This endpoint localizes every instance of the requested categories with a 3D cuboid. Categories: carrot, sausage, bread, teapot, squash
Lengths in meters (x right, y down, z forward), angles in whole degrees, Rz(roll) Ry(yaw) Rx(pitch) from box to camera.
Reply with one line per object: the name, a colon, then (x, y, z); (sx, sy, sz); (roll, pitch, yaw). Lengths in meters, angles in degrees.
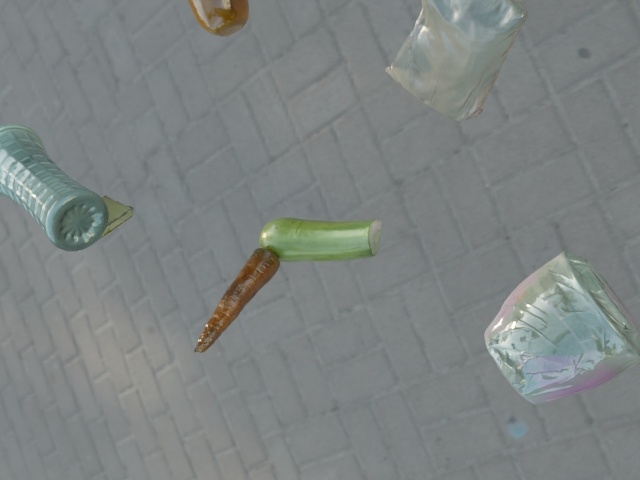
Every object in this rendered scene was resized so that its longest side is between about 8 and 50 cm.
carrot: (-0.149, 0.111, 1.595); (0.057, 0.224, 0.057); (25, 149, 16)
sausage: (-0.193, -0.467, 1.518); (0.105, 0.105, 0.274); (-12, 99, 40)
bread: (-0.407, -0.031, 1.675); (0.068, 0.154, 0.028); (24, 127, 17)
teapot: (0.297, 0.108, 1.206); (0.178, 0.221, 0.163); (-37, 111, 17)
squash: (0.000, 0.000, 1.620); (0.250, 0.083, 0.083); (0, 99, 35)

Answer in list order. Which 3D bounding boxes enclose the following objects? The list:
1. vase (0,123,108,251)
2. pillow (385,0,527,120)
vase: (-0.492, -0.089, 1.647); (0.299, 0.143, 0.143); (34, 119, 42)
pillow: (0.190, -0.284, 1.357); (0.173, 0.067, 0.270); (39, 153, 13)
